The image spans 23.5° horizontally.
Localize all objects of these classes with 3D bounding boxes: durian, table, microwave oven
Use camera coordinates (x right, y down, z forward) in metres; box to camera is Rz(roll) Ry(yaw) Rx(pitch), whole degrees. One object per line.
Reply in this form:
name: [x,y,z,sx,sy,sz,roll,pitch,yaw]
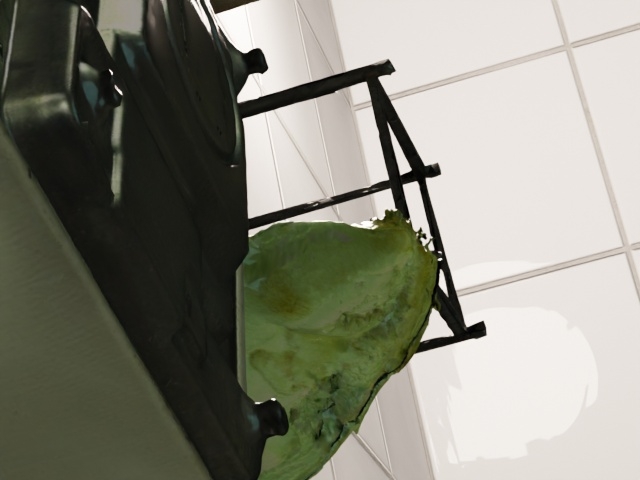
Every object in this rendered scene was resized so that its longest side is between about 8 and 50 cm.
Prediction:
durian: [-0.037,0.084,1.315,0.394,0.198,0.163,-43,116,-36]
table: [0.000,0.000,1.632,0.335,0.272,0.222,50,26,-70]
microwave oven: [-0.166,-0.044,0.767,0.394,0.247,0.333,-95,168,-48]

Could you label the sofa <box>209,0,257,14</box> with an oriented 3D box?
sofa: [-0.155,-0.341,1.502,0.182,0.200,0.258,-81,155,-75]
